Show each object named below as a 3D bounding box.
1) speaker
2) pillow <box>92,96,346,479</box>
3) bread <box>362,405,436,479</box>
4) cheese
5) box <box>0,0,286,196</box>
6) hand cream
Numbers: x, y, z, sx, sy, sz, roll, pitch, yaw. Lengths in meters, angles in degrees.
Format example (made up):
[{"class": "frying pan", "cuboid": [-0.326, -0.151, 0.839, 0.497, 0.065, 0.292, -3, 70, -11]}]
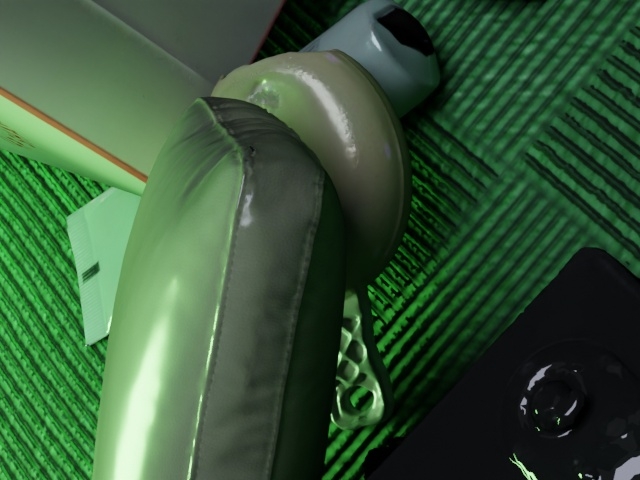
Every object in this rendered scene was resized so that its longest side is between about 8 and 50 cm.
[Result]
[{"class": "speaker", "cuboid": [0.149, 0.182, 0.769, 0.232, 0.184, 0.254, -48, 47, 10]}, {"class": "pillow", "cuboid": [-0.057, 0.094, 0.913, 0.255, 0.119, 0.322, -127, 45, -76]}, {"class": "bread", "cuboid": [0.054, 0.147, 0.941, 0.113, 0.060, 0.082, -44, 47, 11]}, {"class": "cheese", "cuboid": [0.000, 0.000, 1.025, 0.137, 0.064, 0.227, -17, 85, 35]}, {"class": "box", "cuboid": [-0.203, -0.235, 1.132, 0.314, 0.312, 0.300, 18, 78, 52]}, {"class": "hand cream", "cuboid": [-0.057, -0.051, 1.130, 0.320, 0.067, 0.109, -33, 54, 27]}]
